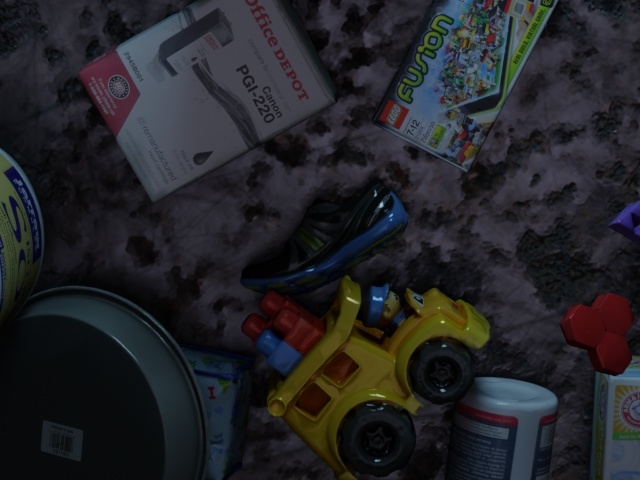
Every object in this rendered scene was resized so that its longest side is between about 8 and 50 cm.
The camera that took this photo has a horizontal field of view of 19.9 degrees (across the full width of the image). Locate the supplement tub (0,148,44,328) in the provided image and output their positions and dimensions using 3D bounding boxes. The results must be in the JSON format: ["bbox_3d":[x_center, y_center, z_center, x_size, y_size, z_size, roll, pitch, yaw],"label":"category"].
[{"bbox_3d":[-0.400,0.012,1.762,0.241,0.331,0.241,0,101,2],"label":"supplement tub"}]

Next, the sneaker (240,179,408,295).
[{"bbox_3d":[0.000,0.000,1.891,0.188,0.067,0.078,-30,70,13],"label":"sneaker"}]

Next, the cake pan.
[{"bbox_3d":[-0.253,0.195,1.876,0.293,0.054,0.293,4,100,25],"label":"cake pan"}]

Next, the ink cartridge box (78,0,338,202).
[{"bbox_3d":[-0.111,-0.159,1.845,0.217,0.092,0.159,-29,98,5],"label":"ink cartridge box"}]

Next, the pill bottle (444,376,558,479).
[{"bbox_3d":[0.184,0.242,1.901,0.108,0.108,0.180,7,100,0],"label":"pill bottle"}]

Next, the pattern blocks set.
[{"bbox_3d":[0.400,0.093,1.827,0.325,0.026,0.285,40,60,-14],"label":"pattern blocks set"}]

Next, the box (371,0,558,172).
[{"bbox_3d":[0.148,-0.187,1.860,0.114,0.036,0.207,26,100,-3],"label":"box"}]

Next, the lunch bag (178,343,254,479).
[{"bbox_3d":[-0.156,0.177,1.911,0.151,0.096,0.129,12,104,14],"label":"lunch bag"}]

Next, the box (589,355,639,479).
[{"bbox_3d":[0.342,0.227,1.896,0.114,0.103,0.203,2,100,1],"label":"box"}]

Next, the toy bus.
[{"bbox_3d":[0.035,0.112,1.859,0.211,0.149,0.220,41,98,-7],"label":"toy bus"}]
